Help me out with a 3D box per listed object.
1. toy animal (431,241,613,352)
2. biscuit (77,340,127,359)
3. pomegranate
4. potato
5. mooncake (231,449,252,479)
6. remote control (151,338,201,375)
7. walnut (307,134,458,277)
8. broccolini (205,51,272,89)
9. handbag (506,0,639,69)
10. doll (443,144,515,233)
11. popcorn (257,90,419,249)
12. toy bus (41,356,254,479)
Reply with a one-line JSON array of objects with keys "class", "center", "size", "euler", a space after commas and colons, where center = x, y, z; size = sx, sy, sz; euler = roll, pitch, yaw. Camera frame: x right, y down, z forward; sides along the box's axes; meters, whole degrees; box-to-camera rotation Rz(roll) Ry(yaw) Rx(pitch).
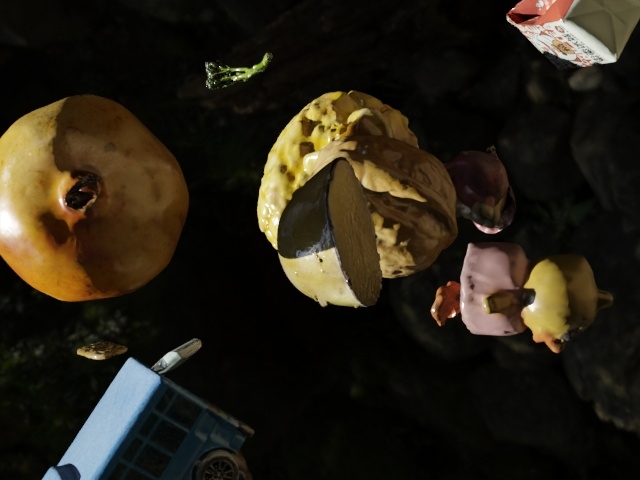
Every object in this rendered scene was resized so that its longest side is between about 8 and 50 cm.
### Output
[{"class": "toy animal", "center": [0.343, 0.091, 1.641], "size": [0.195, 0.281, 0.168], "euler": [-18, -62, -69]}, {"class": "biscuit", "center": [-0.424, 0.213, 1.899], "size": [0.147, 0.071, 0.018], "euler": [1, 105, 58]}, {"class": "pomegranate", "center": [-0.290, -0.052, 1.222], "size": [0.264, 0.264, 0.264], "euler": [61, 179, 1]}, {"class": "potato", "center": [0.000, 0.000, 1.314], "size": [0.182, 0.117, 0.202], "euler": [-28, -76, -67]}, {"class": "mooncake", "center": [-0.239, 0.424, 1.685], "size": [0.133, 0.245, 0.245], "euler": [57, 177, 43]}, {"class": "remote control", "center": [-0.284, 0.232, 1.840], "size": [0.029, 0.065, 0.166], "euler": [56, 136, 6]}, {"class": "walnut", "center": [0.098, -0.055, 1.560], "size": [0.257, 0.224, 0.257], "euler": [18, 153, 10]}, {"class": "broccolini", "center": [-0.122, -0.277, 1.573], "size": [0.194, 0.052, 0.054], "euler": [-6, 78, 51]}, {"class": "handbag", "center": [0.521, -0.468, 2.071], "size": [0.171, 0.151, 0.298], "euler": [31, 176, -18]}, {"class": "doll", "center": [0.347, -0.111, 2.177], "size": [0.256, 0.152, 0.196], "euler": [8, -110, -75]}, {"class": "popcorn", "center": [0.047, -0.126, 2.141], "size": [0.344, 0.390, 0.354], "euler": [31, -153, -33]}, {"class": "toy bus", "center": [-0.181, 0.234, 0.882], "size": [0.134, 0.234, 0.116], "euler": [38, 167, -26]}]
